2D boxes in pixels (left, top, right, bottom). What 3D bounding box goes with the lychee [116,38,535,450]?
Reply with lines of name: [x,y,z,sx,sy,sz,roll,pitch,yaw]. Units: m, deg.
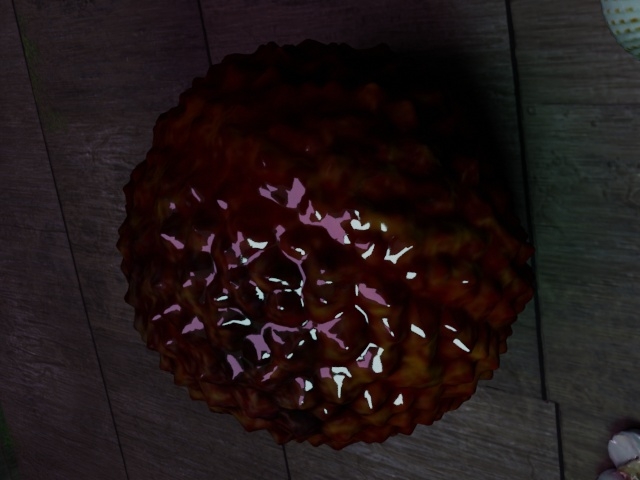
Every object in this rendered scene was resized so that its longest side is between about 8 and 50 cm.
lychee: [0.000,0.000,1.066,0.500,0.424,0.424,-164,58,-71]

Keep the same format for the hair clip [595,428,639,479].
hair clip: [0.372,0.314,1.059,0.257,0.075,0.146,54,141,5]

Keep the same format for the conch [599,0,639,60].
conch: [0.315,-0.192,0.835,0.172,0.131,0.200,0,139,21]
